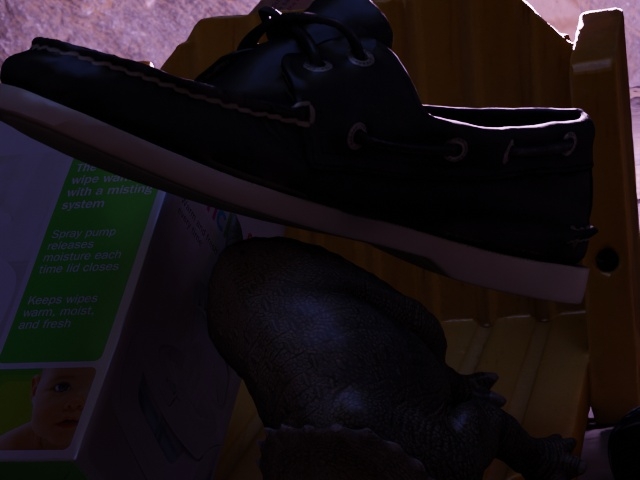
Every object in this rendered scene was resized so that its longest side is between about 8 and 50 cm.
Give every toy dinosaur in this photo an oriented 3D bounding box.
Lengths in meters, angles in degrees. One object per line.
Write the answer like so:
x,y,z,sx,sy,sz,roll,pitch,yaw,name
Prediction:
0.013,0.059,0.767,0.121,0.160,0.313,-34,45,16,toy dinosaur

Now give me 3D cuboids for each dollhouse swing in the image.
0.000,0.000,1.034,0.347,0.315,0.305,-4,-2,14,dollhouse swing

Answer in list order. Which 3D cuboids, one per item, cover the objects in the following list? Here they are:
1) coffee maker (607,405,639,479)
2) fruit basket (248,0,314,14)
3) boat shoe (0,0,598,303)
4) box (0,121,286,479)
0.233,0.062,0.766,0.178,0.120,0.171,-28,-23,-35,coffee maker
0.007,-0.079,1.383,0.353,0.165,0.327,15,-47,-40,fruit basket
0.009,-0.057,0.816,0.340,0.113,0.127,16,3,-33,boat shoe
-0.176,0.051,0.921,0.262,0.127,0.231,-2,51,24,box
